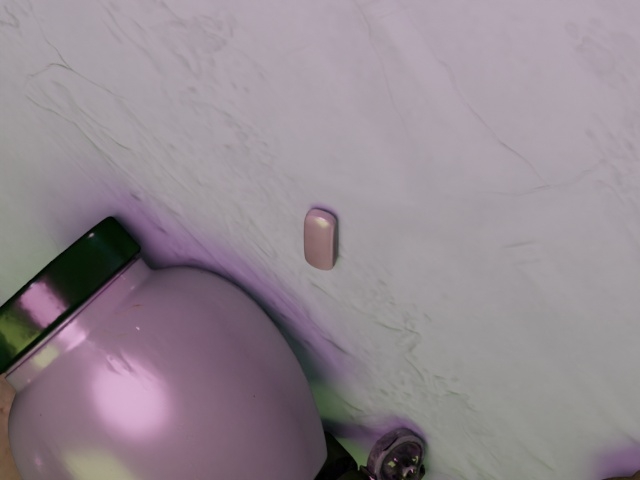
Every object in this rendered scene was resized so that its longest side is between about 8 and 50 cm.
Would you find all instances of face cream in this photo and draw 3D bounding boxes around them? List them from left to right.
[{"bbox_3d":[-0.185,0.171,1.315,0.357,0.312,0.219,49,179,-6],"label":"face cream"}]

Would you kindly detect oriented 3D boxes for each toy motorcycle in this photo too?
[{"bbox_3d":[-0.012,0.308,1.462,0.205,0.275,0.127,39,161,49],"label":"toy motorcycle"}]

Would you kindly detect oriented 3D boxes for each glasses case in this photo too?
[{"bbox_3d":[0.000,0.000,1.206,0.032,0.021,0.083,15,143,13],"label":"glasses case"}]

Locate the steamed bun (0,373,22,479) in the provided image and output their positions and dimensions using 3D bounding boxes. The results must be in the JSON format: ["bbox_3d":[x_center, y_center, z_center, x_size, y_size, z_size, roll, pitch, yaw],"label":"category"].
[{"bbox_3d":[-0.549,0.344,1.688,0.371,0.290,0.456,4,130,25],"label":"steamed bun"}]

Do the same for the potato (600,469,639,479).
[{"bbox_3d":[0.340,0.343,1.306,0.165,0.165,0.262,18,139,13],"label":"potato"}]
